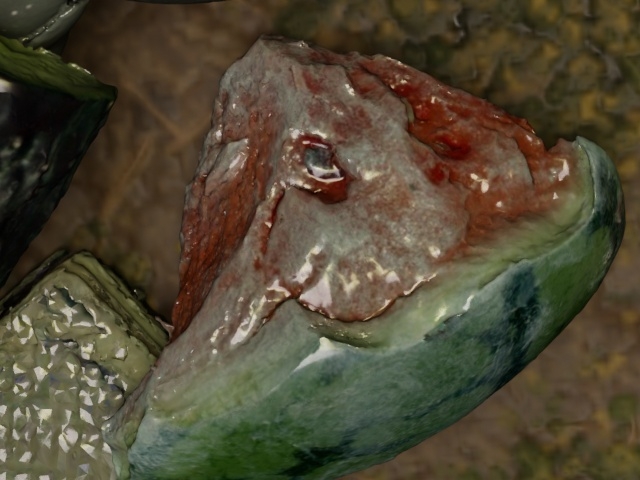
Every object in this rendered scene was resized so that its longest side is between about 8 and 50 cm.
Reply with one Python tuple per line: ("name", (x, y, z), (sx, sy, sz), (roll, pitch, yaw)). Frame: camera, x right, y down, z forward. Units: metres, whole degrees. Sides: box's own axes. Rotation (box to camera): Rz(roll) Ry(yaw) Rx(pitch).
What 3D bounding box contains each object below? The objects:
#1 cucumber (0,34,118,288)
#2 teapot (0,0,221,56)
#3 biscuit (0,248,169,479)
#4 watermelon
("cucumber", (-0.145, 0.024, 0.576), (0.078, 0.062, 0.211), (30, 120, -15))
("teapot", (-0.041, -0.166, 0.547), (0.193, 0.129, 0.294), (28, 105, 1))
("biscuit", (-0.055, 0.137, 0.665), (0.147, 0.046, 0.250), (-40, 95, 15))
("watermelon", (0.000, 0.000, 0.598), (0.187, 0.071, 0.139), (-28, 81, -4))
